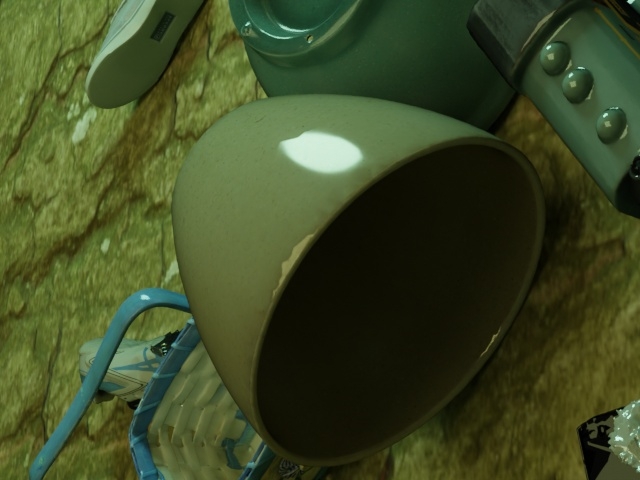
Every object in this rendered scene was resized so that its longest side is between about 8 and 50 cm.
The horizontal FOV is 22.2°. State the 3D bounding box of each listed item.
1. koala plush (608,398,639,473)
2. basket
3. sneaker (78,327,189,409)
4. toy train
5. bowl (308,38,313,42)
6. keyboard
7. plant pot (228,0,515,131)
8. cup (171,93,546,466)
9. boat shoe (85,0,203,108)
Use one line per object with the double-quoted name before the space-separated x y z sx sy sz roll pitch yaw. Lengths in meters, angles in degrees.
"koala plush" 0.333 0.124 1.179 0.221 0.196 0.203 -20 74 41
"basket" -0.114 0.169 1.602 0.255 0.289 0.201 -58 37 25
"sneaker" -0.188 0.150 1.871 0.237 0.085 0.086 -6 101 45
"toy train" 0.256 -0.108 1.328 0.142 0.190 0.334 -53 45 26
"bowl" -0.001 -0.144 1.749 0.142 0.053 0.142 -58 44 19
"keyboard" 0.258 0.236 1.359 0.100 0.038 0.192 -18 63 20
"plant pot" 0.035 -0.228 1.573 0.293 0.196 0.293 -12 70 35
"cup" 0.000 0.000 1.455 0.237 0.331 0.331 38 109 36
"boat shoe" -0.219 -0.266 2.030 0.227 0.079 0.081 -51 36 20
